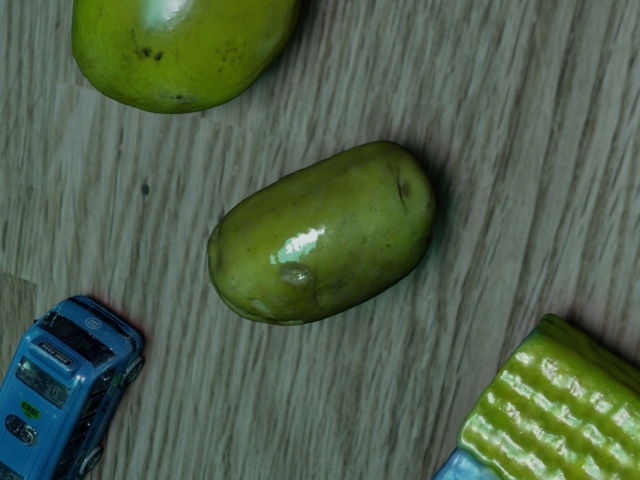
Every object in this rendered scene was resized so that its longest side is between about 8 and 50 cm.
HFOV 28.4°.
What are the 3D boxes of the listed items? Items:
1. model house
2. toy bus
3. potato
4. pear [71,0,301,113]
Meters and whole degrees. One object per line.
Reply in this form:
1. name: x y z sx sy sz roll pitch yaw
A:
1. model house: 0.239 0.233 1.191 0.237 0.215 0.303 35 109 12
2. toy bus: -0.307 0.193 1.454 0.113 0.134 0.246 34 115 13
3. potato: 0.001 -0.001 1.239 0.228 0.197 0.149 -24 99 -7
4. pear: -0.132 -0.233 1.225 0.269 0.212 0.212 -32 90 27
